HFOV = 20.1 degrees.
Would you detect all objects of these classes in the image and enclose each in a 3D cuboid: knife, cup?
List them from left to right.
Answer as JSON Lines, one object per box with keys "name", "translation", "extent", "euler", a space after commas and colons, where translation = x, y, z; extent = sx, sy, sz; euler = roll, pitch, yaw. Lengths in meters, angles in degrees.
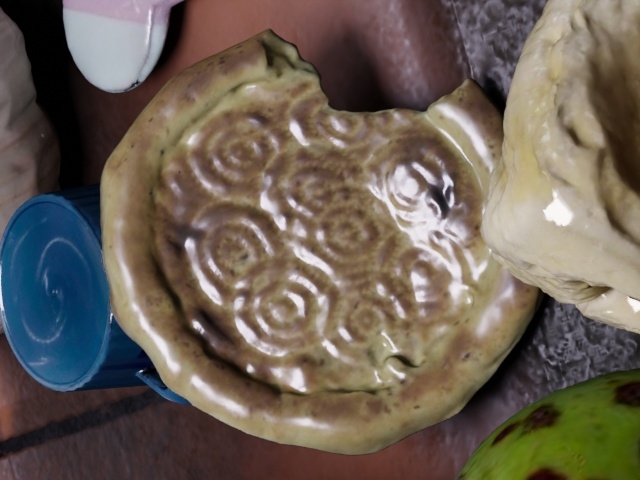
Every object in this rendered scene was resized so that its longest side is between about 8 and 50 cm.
{"name": "cup", "translation": [-0.078, 0.034, 1.007], "extent": [0.176, 0.155, 0.131], "euler": [44, 124, 35]}
{"name": "knife", "translation": [-0.022, -0.198, 1.008], "extent": [0.398, 0.038, 0.132], "euler": [-22, 81, 43]}

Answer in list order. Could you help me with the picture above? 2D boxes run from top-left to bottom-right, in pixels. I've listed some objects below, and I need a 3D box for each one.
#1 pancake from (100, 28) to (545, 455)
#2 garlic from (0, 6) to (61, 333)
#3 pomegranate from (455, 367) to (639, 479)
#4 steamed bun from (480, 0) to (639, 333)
{"name": "pancake", "translation": [0.000, 0.000, 0.920], "extent": [0.235, 0.029, 0.212], "euler": [8, 82, 4]}
{"name": "garlic", "translation": [-0.317, -0.051, 1.168], "extent": [0.317, 0.259, 0.317], "euler": [5, 107, 16]}
{"name": "pomegranate", "translation": [0.138, 0.152, 0.784], "extent": [0.306, 0.242, 0.242], "euler": [-118, 38, -65]}
{"name": "steamed bun", "translation": [0.141, -0.019, 0.796], "extent": [0.141, 0.172, 0.155], "euler": [-66, 9, -21]}
